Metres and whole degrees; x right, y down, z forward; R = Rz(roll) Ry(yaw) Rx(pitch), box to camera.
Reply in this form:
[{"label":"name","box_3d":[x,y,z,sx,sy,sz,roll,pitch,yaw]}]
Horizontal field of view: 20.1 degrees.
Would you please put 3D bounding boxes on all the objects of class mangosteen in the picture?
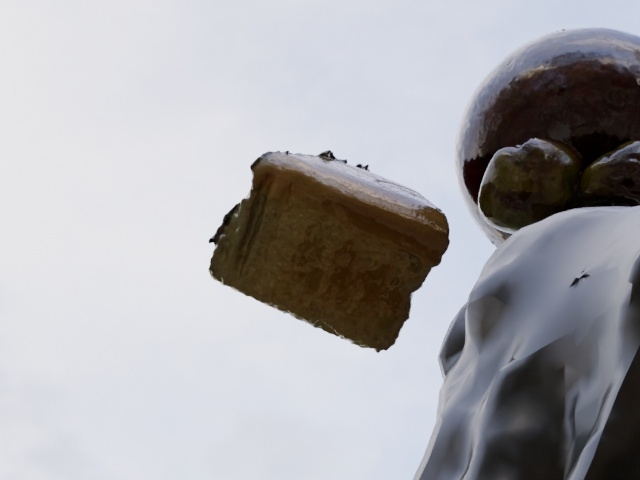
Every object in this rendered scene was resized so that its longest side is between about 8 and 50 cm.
[{"label":"mangosteen","box_3d":[0.205,-0.052,1.422,0.215,0.257,0.215,9,-59,16]}]

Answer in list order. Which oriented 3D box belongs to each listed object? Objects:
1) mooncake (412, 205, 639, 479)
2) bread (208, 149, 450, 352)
[{"label":"mooncake","box_3d":[0.132,0.186,0.755,0.350,0.381,0.212,52,-21,-15]},{"label":"bread","box_3d":[0.000,0.000,1.455,0.169,0.160,0.140,25,-85,-6]}]
